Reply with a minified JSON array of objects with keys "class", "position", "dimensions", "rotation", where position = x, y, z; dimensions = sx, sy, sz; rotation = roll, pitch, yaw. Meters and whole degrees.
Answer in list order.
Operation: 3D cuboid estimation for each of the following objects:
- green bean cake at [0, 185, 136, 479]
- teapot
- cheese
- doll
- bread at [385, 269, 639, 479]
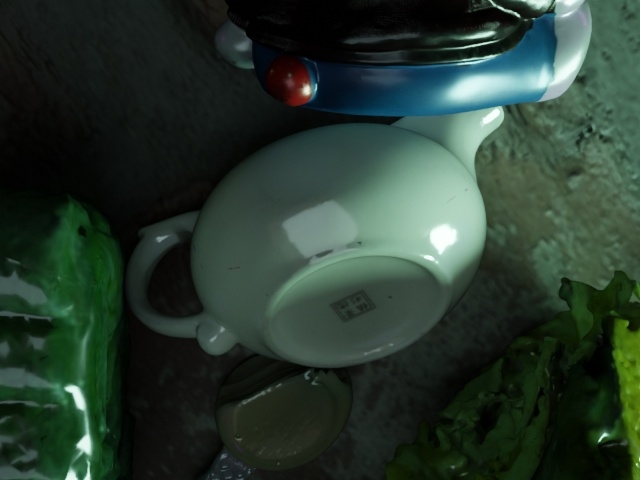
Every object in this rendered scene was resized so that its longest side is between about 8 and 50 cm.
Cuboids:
[{"class":"green bean cake","position":[-0.213,0.115,0.820],"dimensions":[0.169,0.300,0.308],"rotation":[4,90,-5]},{"class":"teapot","position":[0.000,0.000,0.845],"dimensions":[0.298,0.139,0.204],"rotation":[-18,144,6]},{"class":"cheese","position":[-0.051,0.148,0.957],"dimensions":[0.171,0.047,0.092],"rotation":[-32,109,14]},{"class":"doll","position":[0.034,-0.232,0.685],"dimensions":[0.284,0.240,0.310],"rotation":[11,111,27]},{"class":"bread","position":[0.227,0.233,0.893],"dimensions":[0.208,0.251,0.376],"rotation":[-19,118,46]}]
